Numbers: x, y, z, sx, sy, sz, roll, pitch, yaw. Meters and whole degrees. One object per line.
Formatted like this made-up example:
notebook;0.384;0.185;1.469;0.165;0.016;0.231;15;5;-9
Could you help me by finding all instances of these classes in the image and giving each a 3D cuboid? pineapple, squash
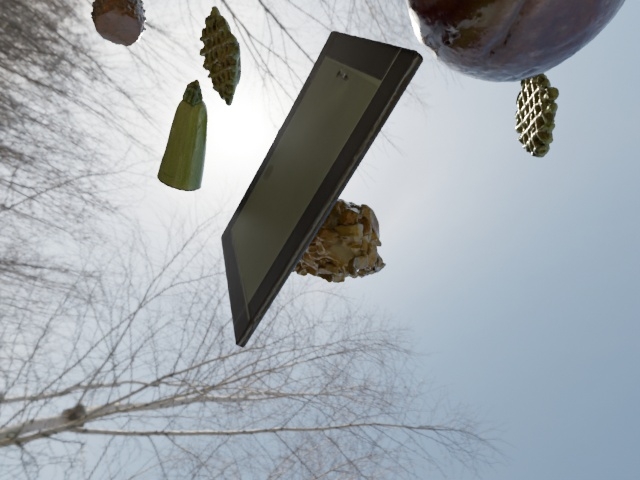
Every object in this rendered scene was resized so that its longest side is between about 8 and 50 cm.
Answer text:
pineapple;-0.609;-0.733;1.331;0.158;0.158;0.278;-20;-114;20
squash;-0.261;-0.208;0.870;0.094;0.094;0.224;49;-50;38

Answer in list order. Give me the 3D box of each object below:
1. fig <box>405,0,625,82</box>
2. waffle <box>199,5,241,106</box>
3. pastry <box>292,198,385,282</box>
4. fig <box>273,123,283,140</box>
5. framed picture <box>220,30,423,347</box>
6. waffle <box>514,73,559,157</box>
fig;0.194;-0.277;0.442;0.224;0.224;0.263;-40;-147;7
waffle;-0.272;-0.504;1.220;0.054;0.223;0.204;-21;-114;-31
pastry;0.000;0.000;0.662;0.102;0.154;0.250;-38;-147;-26
fig;-0.011;-0.194;0.966;0.191;0.190;0.290;-42;-168;6
framed picture;-0.033;-0.081;0.535;0.347;0.016;0.265;-59;-153;17
waffle;0.470;-0.279;0.970;0.036;0.183;0.169;-7;-140;4
